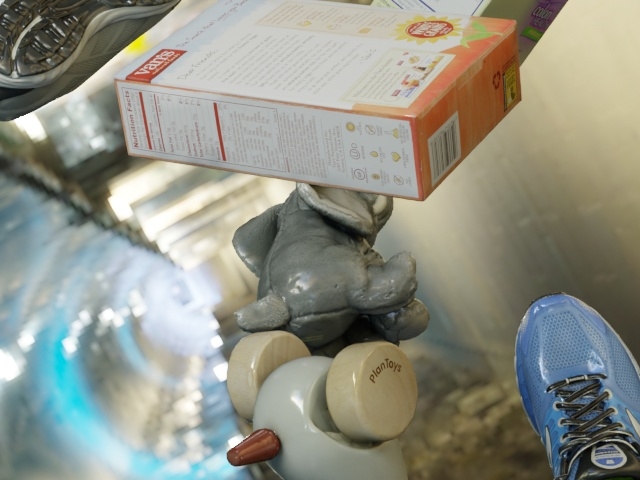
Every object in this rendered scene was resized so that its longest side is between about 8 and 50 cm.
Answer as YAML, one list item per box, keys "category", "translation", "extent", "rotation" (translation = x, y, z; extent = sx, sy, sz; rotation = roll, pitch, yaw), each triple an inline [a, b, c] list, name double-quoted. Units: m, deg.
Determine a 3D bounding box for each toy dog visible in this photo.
- category: "toy dog"
  translation: [0.018, 0.231, 1.468]
  extent: [0.333, 0.161, 0.220]
  rotation: [55, 141, -2]

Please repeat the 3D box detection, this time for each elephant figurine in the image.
- category: "elephant figurine"
  translation: [0.000, 0.000, 1.692]
  extent: [0.186, 0.169, 0.239]
  rotation: [61, -170, -55]

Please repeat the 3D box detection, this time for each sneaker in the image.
- category: "sneaker"
  translation: [-0.227, -0.204, 1.646]
  extent: [0.100, 0.271, 0.108]
  rotation: [42, 141, 10]
- category: "sneaker"
  translation: [0.278, 0.199, 1.691]
  extent: [0.147, 0.130, 0.330]
  rotation: [70, -178, -72]

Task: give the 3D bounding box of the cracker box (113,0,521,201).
- category: "cracker box"
  translation: [-0.001, -0.103, 1.187]
  extent: [0.232, 0.156, 0.067]
  rotation: [11, 124, 29]

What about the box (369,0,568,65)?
- category: "box"
  translation: [0.140, -0.225, 1.995]
  extent: [0.117, 0.243, 0.213]
  rotation: [42, -163, 20]
